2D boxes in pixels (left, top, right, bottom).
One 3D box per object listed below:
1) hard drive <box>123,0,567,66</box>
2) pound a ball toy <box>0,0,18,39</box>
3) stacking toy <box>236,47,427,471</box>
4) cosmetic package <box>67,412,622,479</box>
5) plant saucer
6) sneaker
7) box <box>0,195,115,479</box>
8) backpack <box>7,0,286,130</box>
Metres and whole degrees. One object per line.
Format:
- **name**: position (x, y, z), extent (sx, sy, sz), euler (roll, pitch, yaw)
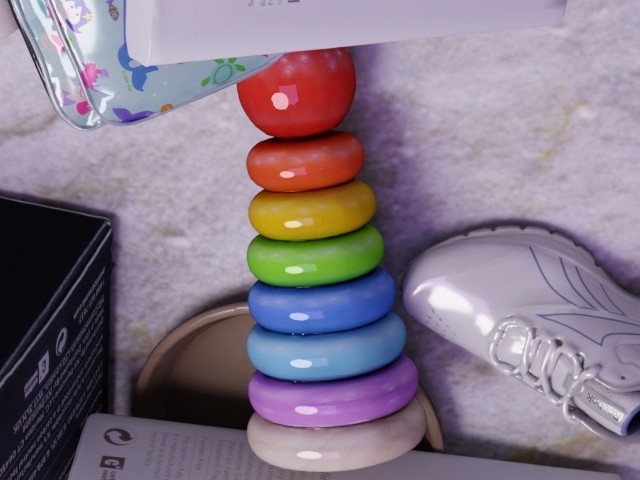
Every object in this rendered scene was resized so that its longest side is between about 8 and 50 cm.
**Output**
- **hard drive**: position (0.031, -0.227, 0.969), extent (0.040, 0.318, 0.210), euler (33, 126, 51)
- **pound a ball toy**: position (-0.338, -0.221, 1.083), extent (0.208, 0.135, 0.319), euler (-28, 126, -21)
- **stacking toy**: position (0.000, 0.000, 1.179), extent (0.141, 0.141, 0.330), euler (-2, 102, 16)
- **cosmetic package**: position (0.014, 0.301, 1.276), extent (0.453, 0.161, 0.230), euler (6, 118, -1)
- **plant saucer**: position (-0.026, 0.165, 1.346), extent (0.277, 0.041, 0.278), euler (7, 119, 12)
- **sneaker**: position (0.201, 0.081, 1.185), extent (0.297, 0.129, 0.111), euler (19, 124, 6)
- **box**: position (-0.447, 0.201, 1.337), extent (0.479, 0.297, 0.472), euler (11, 123, 9)
- **backpack**: position (-0.094, -0.210, 1.050), extent (0.253, 0.191, 0.225), euler (-22, 122, -8)
